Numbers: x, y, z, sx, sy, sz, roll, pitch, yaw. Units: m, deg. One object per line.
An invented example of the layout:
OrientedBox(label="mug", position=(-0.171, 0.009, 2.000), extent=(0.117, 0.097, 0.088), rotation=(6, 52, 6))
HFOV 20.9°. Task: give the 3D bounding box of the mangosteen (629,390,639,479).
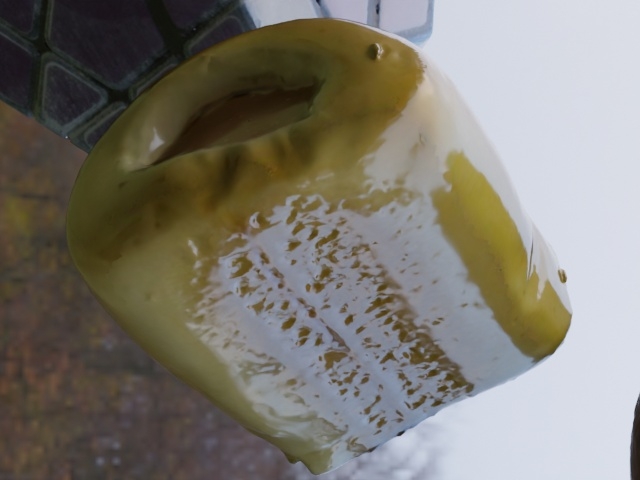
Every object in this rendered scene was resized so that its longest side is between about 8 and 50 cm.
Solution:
OrientedBox(label="mangosteen", position=(0.217, 0.115, 0.625), extent=(0.215, 0.215, 0.257), rotation=(133, -29, -57))

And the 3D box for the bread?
OrientedBox(label="bread", position=(0.000, -0.002, 0.580), extent=(0.173, 0.134, 0.085), rotation=(54, 12, -50))

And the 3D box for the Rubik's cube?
OrientedBox(label="Rubik's cube", position=(-0.077, -0.181, 1.031), extent=(0.264, 0.319, 0.319), rotation=(-57, -150, 10))
